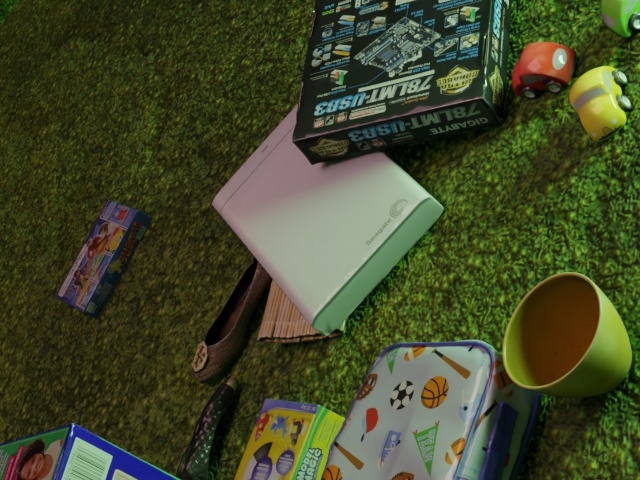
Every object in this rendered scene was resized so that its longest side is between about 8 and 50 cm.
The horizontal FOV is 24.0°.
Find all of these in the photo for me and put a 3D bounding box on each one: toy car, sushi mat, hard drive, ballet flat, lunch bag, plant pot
[{"bbox_3d":[0.342,-0.252,1.859,0.225,0.053,0.239,-55,32,7],"label":"toy car"},{"bbox_3d":[0.000,0.000,2.134,0.151,0.019,0.316,-9,55,34],"label":"sushi mat"},{"bbox_3d":[-0.001,-0.049,2.111,0.233,0.047,0.353,-48,40,5],"label":"hard drive"},{"bbox_3d":[-0.153,0.271,2.135,0.057,0.049,0.173,124,170,-67],"label":"ballet flat"},{"bbox_3d":[0.118,0.261,1.684,0.243,0.115,0.303,-4,60,51],"label":"lunch bag"},{"bbox_3d":[0.274,0.114,1.602,0.134,0.095,0.134,-34,40,34],"label":"plant pot"},{"bbox_3d":[-0.122,0.097,2.209,0.250,0.058,0.084,-55,33,5],"label":"ballet flat"}]

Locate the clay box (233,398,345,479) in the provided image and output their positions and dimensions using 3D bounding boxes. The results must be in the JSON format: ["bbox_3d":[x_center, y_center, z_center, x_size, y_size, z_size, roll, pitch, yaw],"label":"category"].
[{"bbox_3d":[-0.059,0.317,1.939,0.127,0.053,0.222,-3,61,54],"label":"clay box"}]

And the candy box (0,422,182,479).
[{"bbox_3d":[-0.333,0.378,2.066,0.317,0.268,0.122,-22,44,45],"label":"candy box"}]

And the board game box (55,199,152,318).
[{"bbox_3d":[-0.384,0.031,2.657,0.136,0.035,0.201,19,79,58],"label":"board game box"}]

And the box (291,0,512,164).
[{"bbox_3d":[0.117,-0.265,2.090,0.296,0.073,0.293,-12,55,29],"label":"box"}]
